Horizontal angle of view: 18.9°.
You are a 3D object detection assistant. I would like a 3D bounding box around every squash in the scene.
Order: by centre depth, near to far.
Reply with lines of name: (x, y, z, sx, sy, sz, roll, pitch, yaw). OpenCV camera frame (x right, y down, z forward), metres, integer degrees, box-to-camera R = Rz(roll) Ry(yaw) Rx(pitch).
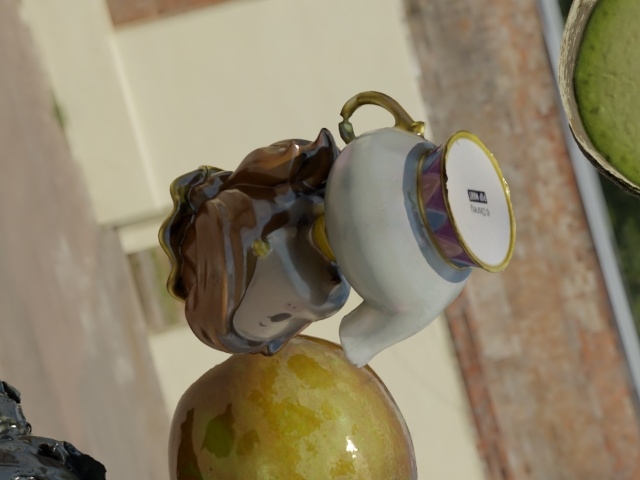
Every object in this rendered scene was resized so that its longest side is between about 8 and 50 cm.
squash: (0.200, -0.133, 1.368, 0.184, 0.085, 0.192, 28, -70, 58)

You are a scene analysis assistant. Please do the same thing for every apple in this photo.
apple: (-0.024, 0.186, 1.673, 0.237, 0.237, 0.207, 114, -43, -87)

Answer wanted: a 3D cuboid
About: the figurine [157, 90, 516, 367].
figurine: (0.000, 0.000, 1.370, 0.142, 0.263, 0.189, 16, 64, -56)

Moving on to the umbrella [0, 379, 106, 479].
umbrella: (-0.312, 0.187, 1.678, 0.336, 0.154, 0.128, 40, -34, 16)
